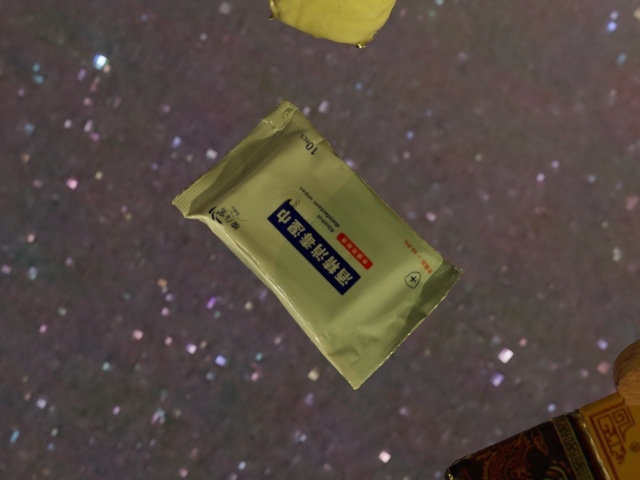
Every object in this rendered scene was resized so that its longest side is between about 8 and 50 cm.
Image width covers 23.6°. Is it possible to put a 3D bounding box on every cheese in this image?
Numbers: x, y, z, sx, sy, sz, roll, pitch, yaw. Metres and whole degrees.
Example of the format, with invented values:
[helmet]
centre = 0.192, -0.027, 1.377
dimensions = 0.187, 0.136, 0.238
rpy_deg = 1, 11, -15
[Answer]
[cheese]
centre = 0.024, -0.258, 1.318
dimensions = 0.123, 0.167, 0.094
rpy_deg = 21, -128, -2

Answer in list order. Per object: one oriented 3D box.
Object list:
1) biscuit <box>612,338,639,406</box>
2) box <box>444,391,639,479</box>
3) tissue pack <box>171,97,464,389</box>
[biscuit]
centre = 0.265, 0.063, 0.858
dimensions = 0.205, 0.138, 0.031
rpy_deg = -5, -122, -2
[box]
centre = 0.334, 0.226, 1.222
dimensions = 0.116, 0.415, 0.264
rpy_deg = 41, -153, -72
[tissue pack]
centre = 0.000, 0.000, 1.130
dimensions = 0.193, 0.026, 0.122
rpy_deg = 45, -109, 3
